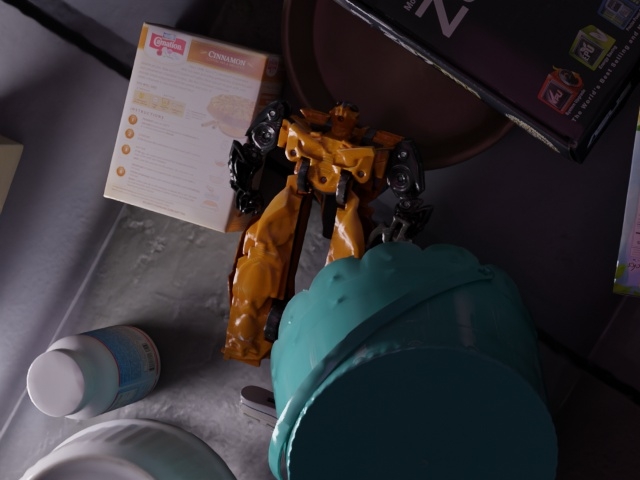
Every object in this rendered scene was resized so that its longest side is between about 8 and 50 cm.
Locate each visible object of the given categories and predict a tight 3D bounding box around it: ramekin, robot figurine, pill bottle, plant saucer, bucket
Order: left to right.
[{"bbox_3d":[-0.234,0.136,1.640,0.087,0.160,0.087,1,93,19],"label":"pill bottle"},{"bbox_3d":[-0.211,0.321,1.640,0.272,0.127,0.273,-1,86,13],"label":"ramekin"},{"bbox_3d":[0.000,0.000,1.570,0.211,0.085,0.291,19,110,16],"label":"robot figurine"},{"bbox_3d":[0.083,0.157,1.467,0.281,0.183,0.281,-1,114,-3],"label":"bucket"},{"bbox_3d":[0.096,-0.207,1.573,0.277,0.041,0.278,1,93,19],"label":"plant saucer"}]

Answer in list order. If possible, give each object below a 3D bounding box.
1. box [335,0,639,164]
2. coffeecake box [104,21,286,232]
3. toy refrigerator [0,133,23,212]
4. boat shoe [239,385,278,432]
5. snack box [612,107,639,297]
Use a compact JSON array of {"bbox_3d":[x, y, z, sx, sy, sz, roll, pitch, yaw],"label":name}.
[{"bbox_3d":[0.220,-0.318,1.463,0.318,0.097,0.395,37,93,16],"label":"box"},{"bbox_3d":[-0.127,-0.116,1.638,0.142,0.068,0.186,17,98,17],"label":"coffeecake box"},{"bbox_3d":[-0.425,0.003,1.730,0.094,0.102,0.270,24,101,16],"label":"toy refrigerator"},{"bbox_3d":[-0.039,0.184,1.648,0.100,0.035,0.035,20,126,13],"label":"boat shoe"},{"bbox_3d":[0.320,-0.055,1.433,0.070,0.174,0.207,8,95,19],"label":"snack box"}]
